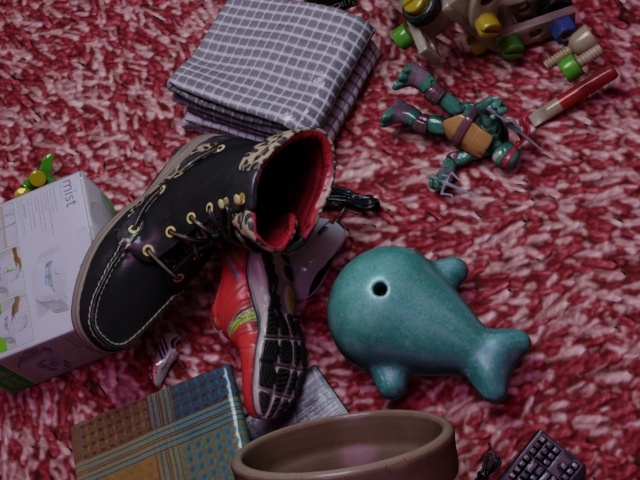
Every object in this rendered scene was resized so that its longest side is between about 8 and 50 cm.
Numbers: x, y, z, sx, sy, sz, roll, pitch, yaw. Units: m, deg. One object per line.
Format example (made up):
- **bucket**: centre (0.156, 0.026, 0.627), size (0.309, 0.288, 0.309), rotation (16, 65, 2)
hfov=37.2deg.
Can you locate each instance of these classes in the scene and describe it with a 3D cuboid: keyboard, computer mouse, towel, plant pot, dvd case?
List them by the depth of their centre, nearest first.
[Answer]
- **plant pot**: centre (0.042, 0.341, 1.110), size (0.263, 0.263, 0.229), rotation (-8, 92, 13)
- **keyboard**: centre (0.232, 0.315, 1.174), size (0.108, 0.023, 0.180), rotation (37, 79, 28)
- **towel**: centre (-0.197, 0.378, 1.273), size (0.272, 0.040, 0.370), rotation (-22, 60, 11)
- **dvd case**: centre (-0.014, 0.298, 1.276), size (0.165, 0.018, 0.221), rotation (-36, 60, -3)
- **computer mouse**: centre (0.000, 0.000, 1.399), size (0.106, 0.042, 0.193), rotation (23, 74, 24)
- **towel**: centre (-0.079, -0.269, 1.507), size (0.284, 0.121, 0.235), rotation (19, 71, 24)

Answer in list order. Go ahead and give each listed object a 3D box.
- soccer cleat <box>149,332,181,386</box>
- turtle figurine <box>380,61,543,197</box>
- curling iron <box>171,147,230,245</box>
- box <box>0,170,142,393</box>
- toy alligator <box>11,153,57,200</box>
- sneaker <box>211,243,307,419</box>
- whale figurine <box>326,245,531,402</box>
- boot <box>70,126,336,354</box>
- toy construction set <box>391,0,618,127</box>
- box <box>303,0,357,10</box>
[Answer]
- **soccer cleat**: centre (-0.226, 0.173, 1.393), size (0.036, 0.029, 0.083), rotation (-3, 60, 20)
- **turtle figurine**: centre (0.205, -0.153, 1.374), size (0.234, 0.118, 0.175), rotation (35, 121, 16)
- **curling iron**: centre (-0.152, -0.050, 1.472), size (0.068, 0.035, 0.274), rotation (-41, 62, -3)
- **box**: centre (-0.419, 0.062, 1.448), size (0.231, 0.127, 0.262), rotation (-22, 61, 5)
- **toy alligator**: centre (-0.487, -0.059, 1.572), size (0.051, 0.056, 0.189), rotation (39, 78, -13)
- **sneaker**: centre (-0.096, 0.122, 1.334), size (0.118, 0.107, 0.279), rotation (-20, 59, 27)
- **whale figurine**: centre (0.134, 0.108, 1.251), size (0.272, 0.141, 0.216), rotation (26, 75, 25)
- **boot**: centre (-0.155, -0.008, 1.277), size (0.284, 0.138, 0.377), rotation (-2, 45, 50)
- **toy construction set**: centre (0.253, -0.305, 1.404), size (0.237, 0.257, 0.308), rotation (-33, 82, 20)
- **box**: centre (0.011, -0.413, 1.581), size (0.083, 0.062, 0.052), rotation (-19, 63, 7)
